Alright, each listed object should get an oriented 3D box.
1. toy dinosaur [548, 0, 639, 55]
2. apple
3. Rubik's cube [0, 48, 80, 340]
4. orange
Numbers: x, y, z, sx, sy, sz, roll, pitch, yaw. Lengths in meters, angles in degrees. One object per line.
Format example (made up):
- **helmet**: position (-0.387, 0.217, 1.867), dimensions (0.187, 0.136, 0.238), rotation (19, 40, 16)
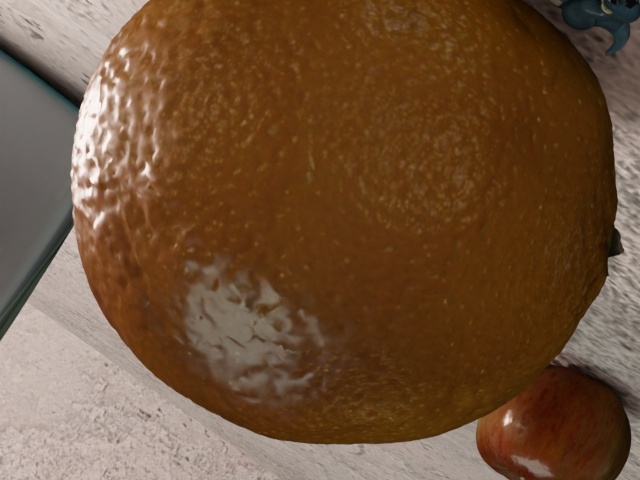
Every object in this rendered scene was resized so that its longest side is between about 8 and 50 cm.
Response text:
- **toy dinosaur**: position (0.111, -0.114, 0.613), dimensions (0.083, 0.030, 0.047), rotation (39, 165, -20)
- **apple**: position (0.193, 0.158, 1.176), dimensions (0.126, 0.102, 0.126), rotation (26, 168, 6)
- **Rubik's cube**: position (-0.435, -0.031, 1.352), dimensions (0.352, 0.347, 0.351), rotation (34, 165, -4)
- **orange**: position (0.017, -0.024, 0.685), dimensions (0.264, 0.264, 0.264), rotation (30, 165, 9)
